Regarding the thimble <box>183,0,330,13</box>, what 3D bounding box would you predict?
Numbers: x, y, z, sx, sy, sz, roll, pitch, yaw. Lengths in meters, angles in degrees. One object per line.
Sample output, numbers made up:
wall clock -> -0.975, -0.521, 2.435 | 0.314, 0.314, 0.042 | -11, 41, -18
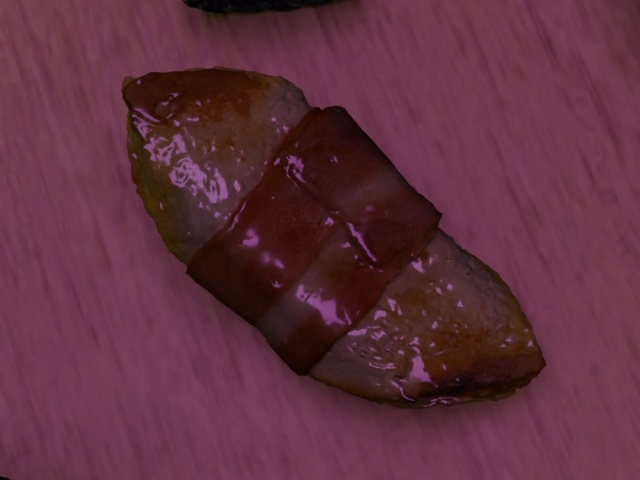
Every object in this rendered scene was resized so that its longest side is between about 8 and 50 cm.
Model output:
thimble -> -0.030, -0.167, 0.842 | 0.104, 0.095, 0.066 | -1, 82, -34

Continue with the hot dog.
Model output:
hot dog -> -0.004, 0.002, 0.791 | 0.261, 0.093, 0.123 | 46, 72, -2

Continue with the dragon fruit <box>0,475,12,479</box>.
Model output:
dragon fruit -> -0.212, 0.238, 0.624 | 0.329, 0.329, 0.329 | -1, 74, 3
